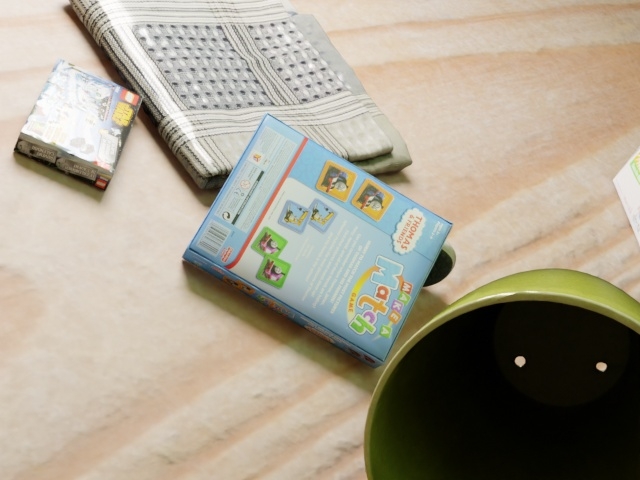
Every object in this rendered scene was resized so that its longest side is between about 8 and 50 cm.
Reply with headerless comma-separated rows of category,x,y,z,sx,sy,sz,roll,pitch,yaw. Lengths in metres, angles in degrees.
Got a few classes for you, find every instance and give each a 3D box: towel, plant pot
towel,-0.079,-0.188,1.412,0.324,0.056,0.312,-9,53,-44
plant pot,0.204,0.132,1.115,0.274,0.275,0.293,36,21,3

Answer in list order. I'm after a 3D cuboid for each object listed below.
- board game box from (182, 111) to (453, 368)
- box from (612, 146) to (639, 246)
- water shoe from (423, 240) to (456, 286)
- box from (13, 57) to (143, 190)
board game box,0.000,0.000,1.204,0.211,0.039,0.160,30,69,-4
box,0.468,-0.033,1.617,0.114,0.103,0.203,17,39,-22
water shoe,0.047,-0.015,1.295,0.203,0.073,0.080,17,36,-23
box,-0.231,-0.114,1.230,0.094,0.027,0.137,24,37,-11
